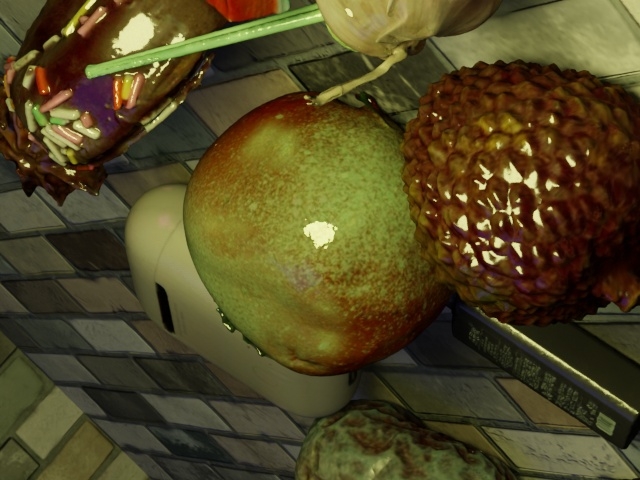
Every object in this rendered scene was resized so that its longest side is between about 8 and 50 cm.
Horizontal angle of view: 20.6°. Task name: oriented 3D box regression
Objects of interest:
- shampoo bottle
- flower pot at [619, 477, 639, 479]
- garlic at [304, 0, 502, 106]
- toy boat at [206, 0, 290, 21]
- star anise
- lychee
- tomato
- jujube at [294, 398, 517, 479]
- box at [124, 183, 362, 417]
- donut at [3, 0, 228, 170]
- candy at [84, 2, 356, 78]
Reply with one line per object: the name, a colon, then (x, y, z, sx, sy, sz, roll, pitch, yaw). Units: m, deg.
shampoo bottle: (0.224, 0.110, 1.938, 0.309, 0.071, 0.098, 33, 158, 17)
flower pot: (0.383, 0.465, 2.109, 0.267, 0.267, 0.266, 32, 158, 15)
garlic: (0.023, -0.210, 1.403, 0.207, 0.256, 0.207, 35, 163, 12)
toy boat: (-0.063, -0.349, 1.459, 0.145, 0.133, 0.331, 45, 154, 39)
star anise: (-0.357, -0.167, 2.250, 0.346, 0.148, 0.237, 15, 126, 50)
lychee: (0.185, -0.043, 1.513, 0.271, 0.236, 0.236, 45, 163, 30)
tomato: (0.000, 0.000, 1.842, 0.303, 0.239, 0.303, 38, 154, 23)
jujube: (0.116, 0.339, 2.363, 0.317, 0.226, 0.226, 20, 151, 28)
box: (-0.099, 0.082, 2.302, 0.349, 0.141, 0.288, 33, 159, 16)
donut: (-0.214, -0.200, 1.793, 0.136, 0.259, 0.345, 39, 160, -20)
candy: (-0.064, -0.191, 1.599, 0.336, 0.093, 0.092, -11, 173, 17)
